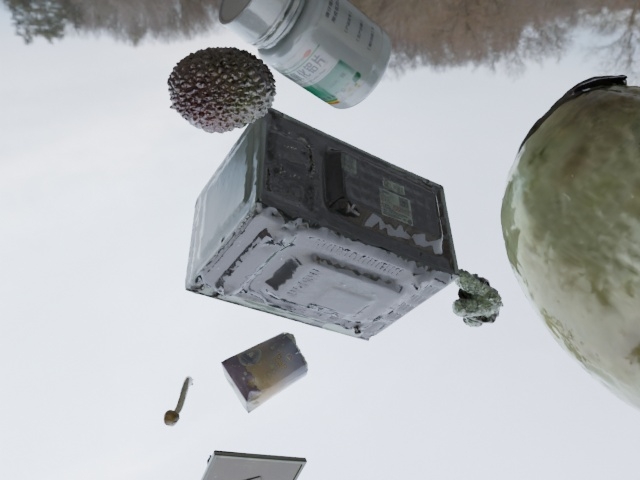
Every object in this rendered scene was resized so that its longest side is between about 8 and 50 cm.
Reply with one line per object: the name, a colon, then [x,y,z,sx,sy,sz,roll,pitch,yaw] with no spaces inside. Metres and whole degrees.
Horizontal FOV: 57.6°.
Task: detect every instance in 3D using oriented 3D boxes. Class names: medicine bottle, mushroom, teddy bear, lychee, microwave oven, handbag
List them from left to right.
mushroom: [-0.349,0.389,1.486,0.043,0.068,0.306,43,-176,-6]
lychee: [-0.074,-0.108,0.425,0.083,0.068,0.067,-17,-133,9]
handbag: [-0.106,0.258,1.201,0.173,0.095,0.117,-26,-123,-24]
medicine bottle: [-0.011,-0.171,0.478,0.130,0.080,0.080,23,-170,-36]
microwave oven: [0.000,0.000,0.779,0.295,0.237,0.181,20,-131,-26]
teddy bear: [0.380,0.146,1.383,0.111,0.133,0.213,2,160,23]
mushroom: [0.232,0.031,0.356,0.267,0.189,0.164,43,-146,-7]

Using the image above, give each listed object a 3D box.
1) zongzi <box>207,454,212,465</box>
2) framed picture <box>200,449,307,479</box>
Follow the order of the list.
zongzi: [-0.164,0.686,1.324,0.319,0.383,0.362,-25,-129,-9]
framed picture: [-0.106,0.360,0.869,0.149,0.109,0.011,15,-158,-25]
